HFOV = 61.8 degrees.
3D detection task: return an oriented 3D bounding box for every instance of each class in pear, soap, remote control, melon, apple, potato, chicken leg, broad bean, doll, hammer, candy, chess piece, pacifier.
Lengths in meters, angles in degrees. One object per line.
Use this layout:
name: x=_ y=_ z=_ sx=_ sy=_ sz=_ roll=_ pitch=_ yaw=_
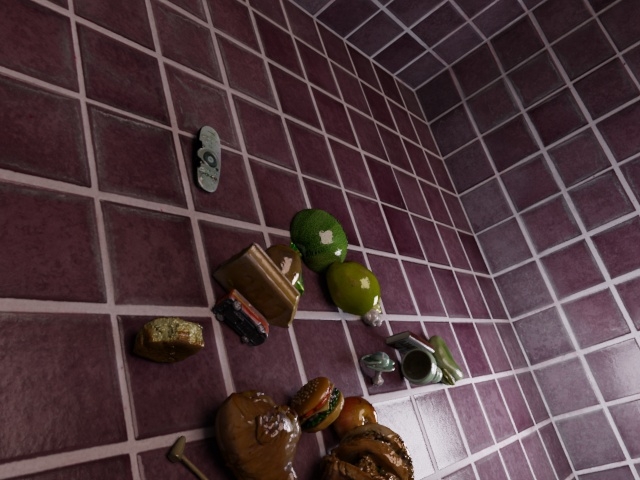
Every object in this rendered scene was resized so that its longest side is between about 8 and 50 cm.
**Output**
pear: x=0.116 y=0.162 z=1.945 sx=0.220 sy=0.187 sz=0.187 roll=49 pitch=31 yaw=0
soap: x=-0.169 y=0.146 z=1.552 sx=0.257 sy=0.160 sz=0.080 roll=50 pitch=34 yaw=-14
remote control: x=-0.367 y=-0.264 z=1.725 sx=0.097 sy=0.045 sz=0.256 roll=28 pitch=46 yaw=-40
melon: x=0.000 y=0.000 z=1.959 sx=0.265 sy=0.129 sz=0.169 roll=59 pitch=34 yaw=-3
apple: x=0.110 y=0.553 z=1.648 sx=0.146 sy=0.146 sz=0.146 roll=36 pitch=38 yaw=-35
potato: x=-0.130 y=0.089 z=1.693 sx=0.137 sy=0.137 sz=0.176 roll=30 pitch=44 yaw=-40
chicken leg: x=-0.106 y=0.544 z=1.334 sx=0.409 sy=0.182 sz=0.295 roll=66 pitch=15 yaw=3
broad bean: x=0.533 y=0.524 z=2.330 sx=0.169 sy=0.100 sz=0.228 roll=38 pitch=24 yaw=-45
doll: x=0.204 y=0.265 z=2.091 sx=0.106 sy=0.062 sz=0.162 roll=32 pitch=41 yaw=-31
hammer: x=-0.270 y=0.531 z=1.223 sx=0.195 sy=0.028 sz=0.060 roll=54 pitch=25 yaw=-16
candy: x=-0.082 y=0.093 z=1.815 sx=0.102 sy=0.032 sz=0.178 roll=68 pitch=14 yaw=-50
chess piece: x=0.436 y=0.529 z=2.166 sx=0.271 sy=0.139 sz=0.139 roll=35 pitch=38 yaw=-51
pacifier: x=0.201 y=0.461 z=1.911 sx=0.150 sy=0.126 sz=0.117 roll=-79 pitch=177 yaw=-83

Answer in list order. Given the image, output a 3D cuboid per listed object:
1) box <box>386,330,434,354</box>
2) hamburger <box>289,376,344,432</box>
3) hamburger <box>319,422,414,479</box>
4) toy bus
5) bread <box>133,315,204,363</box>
box: x=0.359 y=0.418 z=2.136 sx=0.177 sy=0.115 sz=0.036 roll=34 pitch=45 yaw=-35
hamburger: x=-0.013 y=0.467 z=1.523 sx=0.115 sy=0.162 sz=0.162 roll=49 pitch=32 yaw=-8
hamburger: x=0.140 y=0.655 z=1.482 sx=0.245 sy=0.260 sz=0.211 roll=50 pitch=28 yaw=-3
toy bus: x=-0.218 y=0.217 z=1.509 sx=0.174 sy=0.079 sz=0.077 roll=47 pitch=23 yaw=-21
bread: x=-0.351 y=0.231 z=1.248 sx=0.140 sy=0.128 sz=0.069 roll=30 pitch=38 yaw=-41
